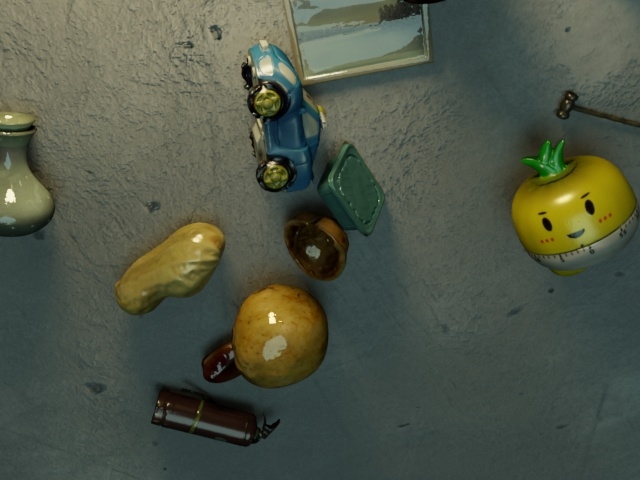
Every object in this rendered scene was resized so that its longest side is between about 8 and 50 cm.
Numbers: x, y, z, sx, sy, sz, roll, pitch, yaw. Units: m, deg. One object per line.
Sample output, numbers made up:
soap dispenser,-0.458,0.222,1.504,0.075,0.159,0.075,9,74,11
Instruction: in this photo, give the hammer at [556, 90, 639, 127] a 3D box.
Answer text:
hammer,0.665,-0.270,1.572,0.292,0.029,0.058,11,124,-12

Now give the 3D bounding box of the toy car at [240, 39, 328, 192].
toy car,-0.072,-0.254,1.449,0.165,0.198,0.314,-10,123,-9

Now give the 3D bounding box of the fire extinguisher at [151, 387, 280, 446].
fire extinguisher,-0.287,0.491,1.961,0.341,0.105,0.142,16,122,-10

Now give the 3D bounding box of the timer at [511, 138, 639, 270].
timer,0.533,-0.100,1.544,0.285,0.285,0.285,-1,123,-2

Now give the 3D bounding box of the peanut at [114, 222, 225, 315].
peanut,-0.354,0.078,1.675,0.318,0.148,0.147,-34,118,15

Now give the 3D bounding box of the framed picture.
framed picture,0.079,-0.438,1.436,0.289,0.016,0.213,-9,123,3

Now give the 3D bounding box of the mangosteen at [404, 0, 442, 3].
mangosteen,0.192,-0.530,1.277,0.209,0.210,0.210,-1,123,-2

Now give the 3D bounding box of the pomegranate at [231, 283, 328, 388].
pomegranate,-0.100,0.236,1.729,0.260,0.260,0.261,-1,123,-2

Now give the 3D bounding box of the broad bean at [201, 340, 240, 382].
broad bean,-0.234,0.311,1.861,0.165,0.084,0.114,-34,146,14

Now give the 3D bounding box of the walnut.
walnut,0.001,0.000,1.659,0.167,0.087,0.211,28,146,12

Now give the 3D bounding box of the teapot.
teapot,-0.664,-0.141,1.508,0.183,0.183,0.251,6,112,-7

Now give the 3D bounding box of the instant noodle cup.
instant noodle cup,0.062,-0.108,1.581,0.070,0.157,0.179,-14,125,33

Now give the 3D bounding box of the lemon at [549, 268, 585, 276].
lemon,0.602,0.031,1.711,0.133,0.109,0.109,-28,121,31
